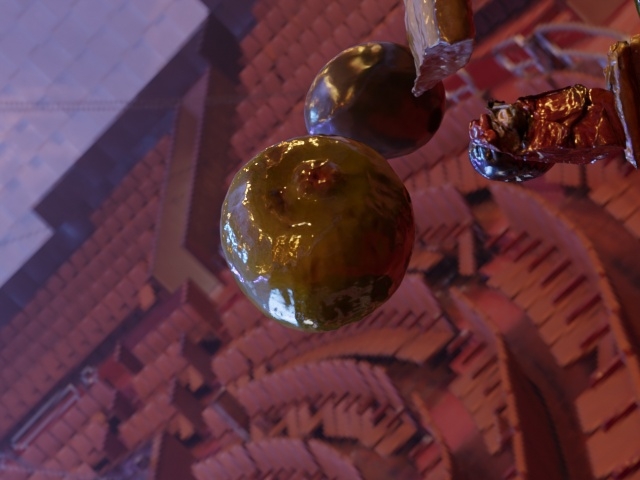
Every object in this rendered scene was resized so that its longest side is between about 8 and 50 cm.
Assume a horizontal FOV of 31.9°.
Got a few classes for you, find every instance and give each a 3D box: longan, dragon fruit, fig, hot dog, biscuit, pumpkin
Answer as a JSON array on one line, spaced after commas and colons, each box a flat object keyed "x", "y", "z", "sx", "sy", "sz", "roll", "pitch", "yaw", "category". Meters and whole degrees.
[{"x": 0.111, "y": -0.278, "z": 2.301, "sx": 0.300, "sy": 0.300, "sz": 0.243, "roll": -39, "pitch": 50, "yaw": 56, "category": "longan"}, {"x": 0.287, "y": -0.151, "z": 1.446, "sx": 0.192, "sy": 0.092, "sz": 0.122, "roll": -1, "pitch": -8, "yaw": -1, "category": "dragon fruit"}, {"x": -0.007, "y": 0.004, "z": 1.853, "sx": 0.343, "sy": 0.343, "sz": 0.343, "roll": -45, "pitch": 4, "yaw": 5, "category": "fig"}, {"x": 0.598, "y": -0.256, "z": 2.104, "sx": 0.115, "sy": 0.269, "sz": 0.072, "roll": -18, "pitch": 25, "yaw": -6, "category": "hot dog"}, {"x": 0.163, "y": -0.438, "z": 1.676, "sx": 0.103, "sy": 0.446, "sz": 0.429, "roll": -8, "pitch": -9, "yaw": 3, "category": "biscuit"}, {"x": 0.414, "y": -0.198, "z": 2.388, "sx": 0.201, "sy": 0.140, "sz": 0.202, "roll": -7, "pitch": -6, "yaw": -1, "category": "pumpkin"}]

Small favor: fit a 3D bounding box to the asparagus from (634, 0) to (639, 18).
[{"x": 0.462, "y": -0.310, "z": 1.445, "sx": 0.128, "sy": 0.382, "sz": 0.108, "roll": -31, "pitch": 18, "yaw": -20, "category": "asparagus"}]
